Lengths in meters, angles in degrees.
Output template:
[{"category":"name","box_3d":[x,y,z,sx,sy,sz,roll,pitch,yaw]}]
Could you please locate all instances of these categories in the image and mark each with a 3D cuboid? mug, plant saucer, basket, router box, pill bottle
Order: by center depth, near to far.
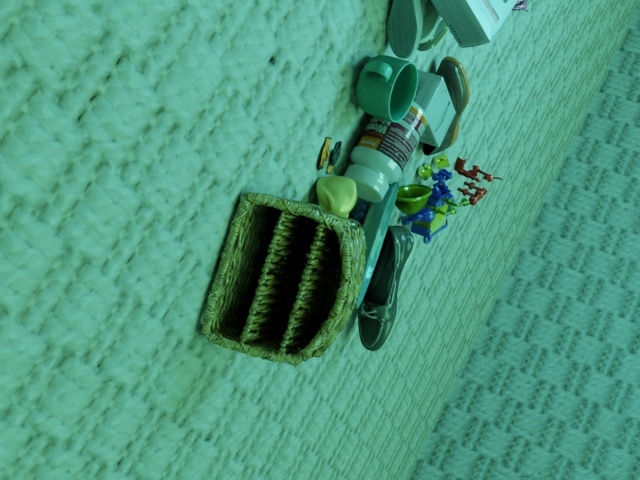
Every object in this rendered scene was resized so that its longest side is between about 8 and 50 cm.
[{"category":"basket","box_3d":[-0.055,0.080,1.606,0.223,0.213,0.299,7,103,-65]},{"category":"router box","box_3d":[0.304,-0.621,1.737,0.335,0.082,0.301,50,62,-30]},{"category":"mug","box_3d":[0.133,-0.334,1.787,0.129,0.097,0.157,-48,148,-36]},{"category":"pill bottle","box_3d":[0.140,-0.202,1.881,0.221,0.121,0.121,-61,154,-16]},{"category":"plant saucer","box_3d":[0.118,0.007,2.014,0.317,0.044,0.317,18,90,-83]}]

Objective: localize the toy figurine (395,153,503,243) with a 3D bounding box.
[{"category":"toy figurine","box_3d":[0.316,-0.066,2.287,0.362,0.191,0.217,-33,143,-50]}]

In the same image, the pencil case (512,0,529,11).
[{"category":"pencil case","box_3d":[0.538,-0.725,2.288,0.095,0.098,0.209,-20,127,-58]}]

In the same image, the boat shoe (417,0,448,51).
[{"category":"boat shoe","box_3d":[0.276,-0.564,1.884,0.305,0.109,0.091,-62,156,1]}]

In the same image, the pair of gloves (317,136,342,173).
[{"category":"pair of gloves","box_3d":[0.020,-0.178,1.791,0.083,0.010,0.074,7,104,-65]}]

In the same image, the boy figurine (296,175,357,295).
[{"category":"boy figurine","box_3d":[0.000,0.000,1.801,0.177,0.092,0.285,-11,118,-63]}]

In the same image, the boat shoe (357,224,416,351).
[{"category":"boat shoe","box_3d":[0.152,0.119,2.204,0.095,0.112,0.335,19,88,-48]}]

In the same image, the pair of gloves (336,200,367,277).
[{"category":"pair of gloves","box_3d":[0.069,0.008,1.932,0.198,0.023,0.159,-74,180,-50]}]

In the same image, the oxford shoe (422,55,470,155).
[{"category":"oxford shoe","box_3d":[0.309,-0.332,2.154,0.098,0.097,0.271,-39,143,-37]}]

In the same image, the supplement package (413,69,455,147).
[{"category":"supplement package","box_3d":[0.239,-0.314,2.010,0.105,0.105,0.179,-64,155,-9]}]

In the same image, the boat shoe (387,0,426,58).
[{"category":"boat shoe","box_3d":[0.194,-0.497,1.790,0.076,0.083,0.226,-36,140,-39]}]
